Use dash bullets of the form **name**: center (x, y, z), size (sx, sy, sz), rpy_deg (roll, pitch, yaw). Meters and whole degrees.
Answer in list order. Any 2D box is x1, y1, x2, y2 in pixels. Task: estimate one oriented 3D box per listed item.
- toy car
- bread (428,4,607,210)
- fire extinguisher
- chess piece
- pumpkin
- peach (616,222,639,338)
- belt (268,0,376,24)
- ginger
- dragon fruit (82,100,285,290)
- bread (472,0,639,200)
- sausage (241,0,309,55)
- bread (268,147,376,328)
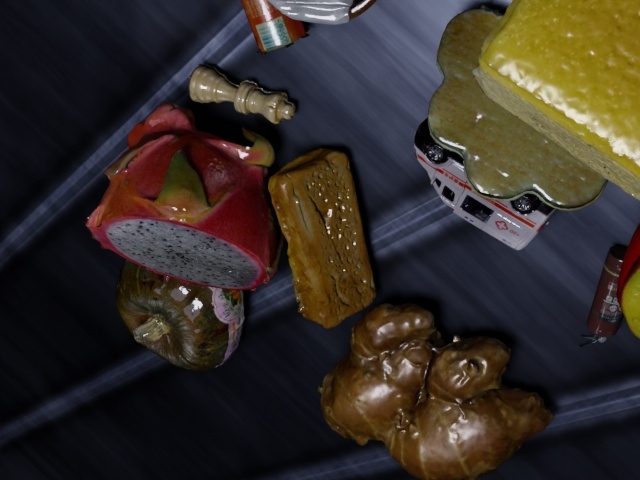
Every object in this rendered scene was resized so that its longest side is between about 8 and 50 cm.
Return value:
- **toy car**: center (0.211, -0.079, 1.051), size (0.209, 0.089, 0.108), rpy_deg (32, 143, 7)
- **bread**: center (0.244, -0.142, 0.947), size (0.286, 0.056, 0.207), rpy_deg (36, 100, 12)
- **fire extinguisher**: center (0.391, 0.080, 1.067), size (0.064, 0.043, 0.158), rpy_deg (-6, 127, -12)
- **chess piece**: center (-0.115, -0.218, 1.202), size (0.172, 0.060, 0.060), rpy_deg (20, 129, 19)
- **pumpkin**: center (-0.263, 0.125, 1.439), size (0.260, 0.189, 0.260), rpy_deg (18, 128, 25)
- **peach**: center (0.444, 0.005, 0.895), size (0.154, 0.159, 0.267), rpy_deg (27, 140, 4)
- **belt**: center (-0.028, -0.419, 0.923), size (0.217, 0.122, 0.339), rpy_deg (-26, 107, 24)
- **ginger**: center (0.178, 0.242, 1.256), size (0.357, 0.152, 0.274), rpy_deg (26, 111, 17)
- **dragon fruit**: center (-0.190, -0.072, 1.233), size (0.305, 0.226, 0.305), rpy_deg (11, 156, 5)
- **bread**: center (0.362, -0.200, 0.750), size (0.333, 0.143, 0.323), rpy_deg (38, 102, 12)
- **sausage**: center (-0.093, -0.387, 1.059), size (0.083, 0.083, 0.264), rpy_deg (-5, 115, 36)
- **bread**: center (0.001, 0.001, 1.212), size (0.077, 0.139, 0.271), rpy_deg (26, 138, 52)
